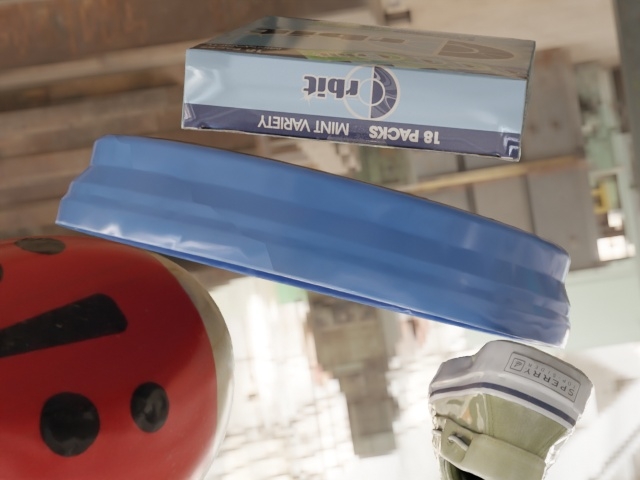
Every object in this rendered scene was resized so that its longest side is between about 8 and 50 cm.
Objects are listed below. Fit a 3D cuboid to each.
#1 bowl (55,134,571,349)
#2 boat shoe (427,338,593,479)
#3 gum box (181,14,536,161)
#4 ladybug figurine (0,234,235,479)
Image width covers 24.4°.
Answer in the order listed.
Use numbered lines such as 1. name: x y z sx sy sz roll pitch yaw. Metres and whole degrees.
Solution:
1. bowl: 0.000 0.000 1.116 0.391 0.077 0.391 14 177 1
2. boat shoe: 0.118 0.141 1.055 0.109 0.094 0.302 27 167 8
3. gum box: 0.028 -0.082 0.750 0.157 0.041 0.184 7 -165 8
4. ladybug figurine: -0.242 0.120 1.231 0.449 0.305 0.162 -21 156 -46
